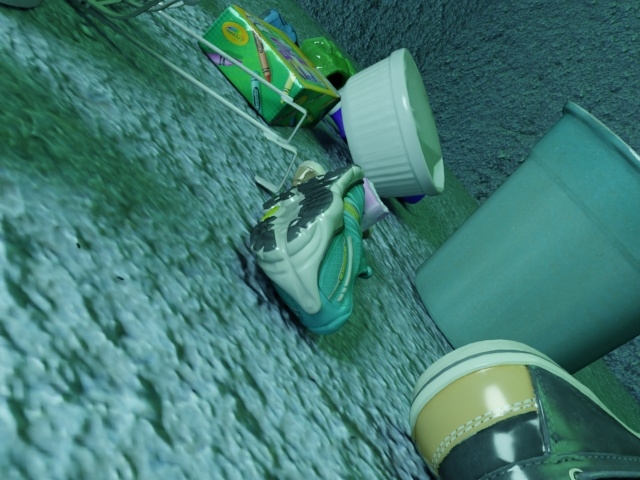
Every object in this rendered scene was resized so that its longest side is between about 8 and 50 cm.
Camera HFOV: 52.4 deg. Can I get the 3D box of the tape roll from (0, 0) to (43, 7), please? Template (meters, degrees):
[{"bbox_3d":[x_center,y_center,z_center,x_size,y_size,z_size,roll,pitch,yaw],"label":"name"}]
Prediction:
[{"bbox_3d":[-0.278,-0.335,0.512,0.246,0.169,0.246,43,18,-17],"label":"tape roll"}]

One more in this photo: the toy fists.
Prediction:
[{"bbox_3d":[0.038,-0.403,1.596,0.142,0.096,0.279,57,14,24],"label":"toy fists"}]

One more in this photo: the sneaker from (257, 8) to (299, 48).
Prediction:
[{"bbox_3d":[-0.093,-0.462,1.467,0.082,0.069,0.209,53,16,2],"label":"sneaker"}]

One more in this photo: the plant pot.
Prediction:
[{"bbox_3d":[0.338,0.039,0.944,0.341,0.334,0.341,44,17,-17],"label":"plant pot"}]

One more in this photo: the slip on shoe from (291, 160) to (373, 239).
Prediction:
[{"bbox_3d":[0.014,-0.041,0.826,0.135,0.051,0.041,48,54,-29],"label":"slip on shoe"}]

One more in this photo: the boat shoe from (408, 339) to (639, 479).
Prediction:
[{"bbox_3d":[0.278,0.260,0.574,0.500,0.187,0.156,34,26,-27],"label":"boat shoe"}]

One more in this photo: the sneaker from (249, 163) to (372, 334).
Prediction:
[{"bbox_3d":[0.000,0.000,0.637,0.110,0.107,0.275,64,17,-15],"label":"sneaker"}]

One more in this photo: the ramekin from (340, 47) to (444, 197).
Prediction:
[{"bbox_3d":[0.133,-0.202,1.200,0.273,0.127,0.273,-14,90,-71],"label":"ramekin"}]

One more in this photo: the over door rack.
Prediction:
[{"bbox_3d":[-0.127,-0.233,0.779,0.324,0.108,0.239,44,17,-15],"label":"over door rack"}]

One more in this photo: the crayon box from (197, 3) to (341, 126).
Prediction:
[{"bbox_3d":[-0.070,-0.274,1.065,0.165,0.081,0.278,49,16,3],"label":"crayon box"}]

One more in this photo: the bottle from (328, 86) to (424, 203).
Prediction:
[{"bbox_3d":[0.125,-0.203,1.386,0.283,0.092,0.118,43,14,-16],"label":"bottle"}]

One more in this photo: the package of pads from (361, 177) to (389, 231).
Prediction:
[{"bbox_3d":[0.036,-0.030,0.773,0.032,0.083,0.050,37,22,-49],"label":"package of pads"}]
